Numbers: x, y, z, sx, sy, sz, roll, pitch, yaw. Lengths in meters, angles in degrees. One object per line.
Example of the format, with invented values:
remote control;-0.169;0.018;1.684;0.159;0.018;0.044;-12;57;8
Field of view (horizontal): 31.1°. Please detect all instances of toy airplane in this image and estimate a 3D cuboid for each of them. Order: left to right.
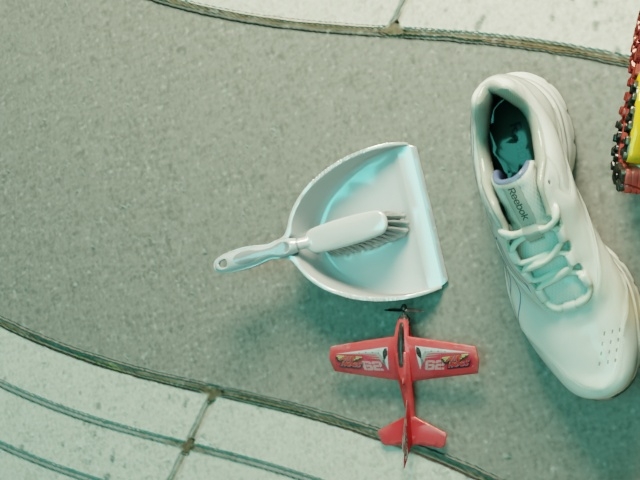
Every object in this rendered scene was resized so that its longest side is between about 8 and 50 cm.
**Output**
toy airplane;0.082;0.134;1.067;0.151;0.028;0.151;0;89;27

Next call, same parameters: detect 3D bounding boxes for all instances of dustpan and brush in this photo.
dustpan and brush;0.000;0.000;1.090;0.211;0.060;0.147;-16;83;24

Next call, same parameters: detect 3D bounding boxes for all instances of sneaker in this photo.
sneaker;0.183;-0.004;0.968;0.111;0.129;0.297;-24;81;21
sneaker;0.304;-0.145;0.949;0.092;0.088;0.225;10;94;5
